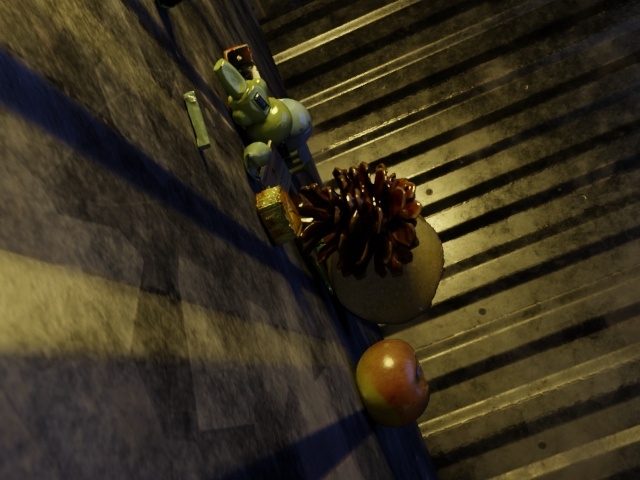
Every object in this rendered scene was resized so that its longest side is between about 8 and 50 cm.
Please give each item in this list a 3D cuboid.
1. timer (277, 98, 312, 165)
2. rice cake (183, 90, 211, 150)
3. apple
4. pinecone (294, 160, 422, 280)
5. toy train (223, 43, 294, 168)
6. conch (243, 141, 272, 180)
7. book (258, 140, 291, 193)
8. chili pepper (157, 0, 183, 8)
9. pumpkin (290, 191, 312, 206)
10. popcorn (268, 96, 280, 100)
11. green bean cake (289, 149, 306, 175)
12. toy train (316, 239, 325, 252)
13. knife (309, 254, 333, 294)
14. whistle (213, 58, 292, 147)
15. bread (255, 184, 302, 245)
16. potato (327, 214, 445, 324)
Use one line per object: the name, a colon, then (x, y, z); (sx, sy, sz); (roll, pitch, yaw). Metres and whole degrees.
timer: (-0.111, -0.329, 1.901); (0.255, 0.176, 0.175); (107, -34, -61)
rice cake: (-0.221, -0.215, 1.090); (0.021, 0.022, 0.121); (76, -5, -69)
apple: (0.209, 0.416, 1.794); (0.261, 0.194, 0.260); (-23, 90, -82)
pinecone: (0.087, -0.052, 1.790); (0.384, 0.385, 0.384); (-22, 90, -84)
toy train: (-0.182, -0.381, 1.762); (0.089, 0.086, 0.409); (65, 4, -70)
conch: (-0.157, -0.194, 1.468); (0.065, 0.088, 0.180); (24, 15, 1)
book: (-0.118, -0.165, 1.623); (0.181, 0.014, 0.127); (59, 39, -59)
chili pepper: (-0.326, -0.561, 1.279); (0.226, 0.088, 0.059); (61, -3, 43)
pumpkin: (-0.060, -0.114, 2.038); (0.083, 0.054, 0.074); (24, 36, -50)
popcorn: (-0.161, -0.410, 1.980); (0.120, 0.106, 0.116); (63, -2, -36)
green bean cake: (-0.118, -0.355, 2.271); (0.185, 0.094, 0.183); (-97, 165, -52)
toy train: (0.000, 0.000, 2.193); (0.081, 0.050, 0.122); (-8, 77, -77)
knife: (0.001, 0.102, 1.953); (0.212, 0.015, 0.054); (60, 9, -51)
whistle: (-0.183, -0.347, 1.580); (0.294, 0.141, 0.141); (40, 21, -33)
bread: (-0.097, -0.062, 1.413); (0.140, 0.069, 0.127); (-89, 155, -67)
potato: (0.208, 0.064, 2.146); (0.319, 0.386, 0.441); (-177, -86, -83)
